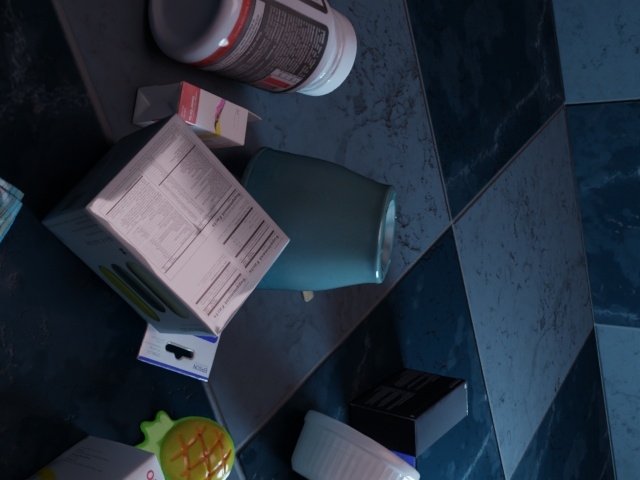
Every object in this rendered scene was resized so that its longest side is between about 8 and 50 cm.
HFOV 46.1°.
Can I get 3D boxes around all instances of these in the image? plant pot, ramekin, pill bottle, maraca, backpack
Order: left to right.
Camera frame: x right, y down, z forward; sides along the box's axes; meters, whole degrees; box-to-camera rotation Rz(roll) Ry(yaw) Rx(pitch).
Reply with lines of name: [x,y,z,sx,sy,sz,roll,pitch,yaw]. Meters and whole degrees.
maraca: [-0.235,0.367,1.312,0.186,0.099,0.127,24,65,-24]
pill bottle: [-0.105,-0.379,1.337,0.363,0.210,0.210,7,87,-53]
plant pot: [0.003,-0.024,1.392,0.271,0.255,0.271,8,90,-78]
ramekin: [0.062,0.479,1.579,0.273,0.273,0.127,47,67,-43]
backpack: [0.192,0.530,1.880,0.120,0.101,0.098,-15,111,-85]

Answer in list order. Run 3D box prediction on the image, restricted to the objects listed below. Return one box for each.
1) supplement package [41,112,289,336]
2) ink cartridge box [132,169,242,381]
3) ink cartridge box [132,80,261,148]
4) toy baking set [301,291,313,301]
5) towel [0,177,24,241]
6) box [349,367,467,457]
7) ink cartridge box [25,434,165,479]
supplement package: [-0.232,-0.014,1.137,0.262,0.199,0.198,49,60,-23]
ink cartridge box: [-0.223,0.047,1.329,0.176,0.069,0.371,33,64,-49]
ink cartridge box: [-0.206,-0.206,1.291,0.198,0.115,0.067,15,79,-52]
toy baking set: [-0.003,-0.005,1.642,0.197,0.030,0.256,50,54,-42]
towel: [-0.552,0.025,0.916,0.271,0.040,0.370,45,58,-44]
box: [0.220,0.412,1.835,0.261,0.184,0.103,-18,106,-50]
ink cartridge box: [-0.350,0.429,1.098,0.233,0.168,0.171,-35,119,-47]
